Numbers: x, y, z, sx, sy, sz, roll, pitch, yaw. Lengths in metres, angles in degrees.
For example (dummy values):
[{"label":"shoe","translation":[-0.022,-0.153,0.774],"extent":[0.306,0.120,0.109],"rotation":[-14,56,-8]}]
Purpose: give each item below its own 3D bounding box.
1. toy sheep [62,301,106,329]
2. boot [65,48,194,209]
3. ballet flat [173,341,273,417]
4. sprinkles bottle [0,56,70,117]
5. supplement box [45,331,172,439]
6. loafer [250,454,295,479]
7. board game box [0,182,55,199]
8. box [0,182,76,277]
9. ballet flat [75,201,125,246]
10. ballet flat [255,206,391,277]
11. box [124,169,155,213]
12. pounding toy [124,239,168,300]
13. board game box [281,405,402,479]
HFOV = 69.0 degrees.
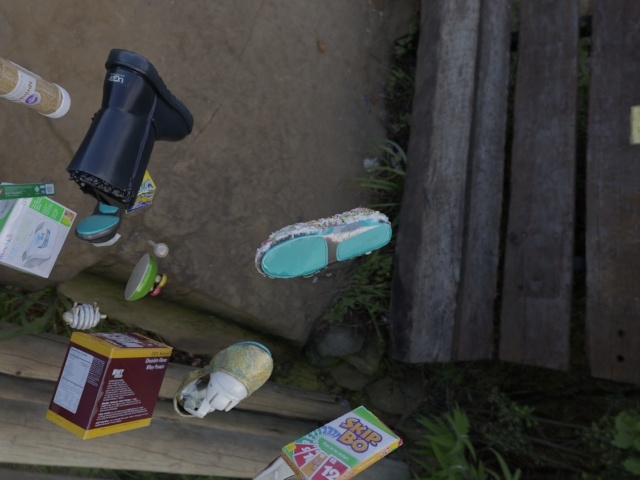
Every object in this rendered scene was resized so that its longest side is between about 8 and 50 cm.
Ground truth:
[{"label":"toy sheep","translation":[-0.763,0.245,1.511],"extent":[0.132,0.091,0.091],"rotation":[9,83,-39]},{"label":"boot","translation":[-0.295,-0.148,0.741],"extent":[0.094,0.246,0.207],"rotation":[14,81,3]},{"label":"ballet flat","translation":[-0.222,0.320,1.011],"extent":[0.123,0.349,0.123],"rotation":[21,54,-31]},{"label":"sprinkles bottle","translation":[-1.003,-0.516,1.565],"extent":[0.355,0.122,0.121],"rotation":[7,82,-84]},{"label":"supplement box","translation":[-0.479,0.323,1.076],"extent":[0.191,0.129,0.193],"rotation":[26,78,-64]},{"label":"loafer","translation":[-0.170,0.792,1.513],"extent":[0.269,0.102,0.092],"rotation":[-24,67,-45]},{"label":"board game box","translation":[-0.976,-0.139,1.355],"extent":[0.317,0.214,0.046],"rotation":[-56,145,-80]},{"label":"box","translation":[-1.029,-0.033,1.620],"extent":[0.231,0.127,0.261],"rotation":[53,49,-62]},{"label":"ballet flat","translation":[-0.584,-0.044,1.275],"extent":[0.096,0.280,0.096],"rotation":[3,119,-7]},{"label":"ballet flat","translation":[0.000,0.000,0.717],"extent":[0.241,0.077,0.091],"rotation":[-12,124,-30]},{"label":"box","translation":[-0.368,-0.099,0.918],"extent":[0.059,0.169,0.054],"rotation":[-26,94,-23]},{"label":"pounding toy","translation":[-0.623,0.128,1.738],"extent":[0.110,0.183,0.236],"rotation":[29,78,-30]},{"label":"board game box","translation":[0.055,0.450,1.022],"extent":[0.260,0.124,0.039],"rotation":[-9,118,-39]}]
